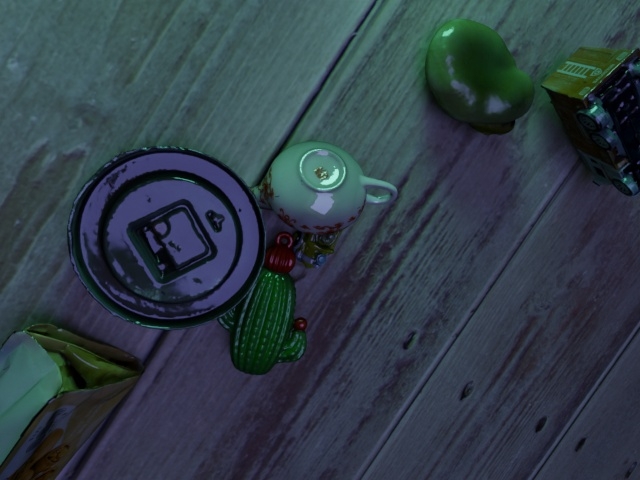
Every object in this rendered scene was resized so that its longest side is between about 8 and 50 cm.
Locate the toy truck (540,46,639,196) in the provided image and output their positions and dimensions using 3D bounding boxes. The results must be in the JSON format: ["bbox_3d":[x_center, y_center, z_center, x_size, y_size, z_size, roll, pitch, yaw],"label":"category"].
[{"bbox_3d":[0.569,-0.230,0.923,0.136,0.162,0.305,-45,124,8],"label":"toy truck"}]

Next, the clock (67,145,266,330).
[{"bbox_3d":[-0.222,-0.004,0.702,0.281,0.055,0.280,-3,103,-13],"label":"clock"}]

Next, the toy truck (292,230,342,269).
[{"bbox_3d":[0.000,0.000,0.807,0.076,0.077,0.111,21,97,-28],"label":"toy truck"}]

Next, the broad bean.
[{"bbox_3d":[0.275,-0.281,0.824,0.169,0.100,0.228,-44,106,-13],"label":"broad bean"}]

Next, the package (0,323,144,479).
[{"bbox_3d":[-0.455,0.275,0.689,0.165,0.221,0.311,40,92,11],"label":"package"}]

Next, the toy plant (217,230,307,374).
[{"bbox_3d":[-0.105,0.112,0.799,0.155,0.088,0.240,-9,98,1],"label":"toy plant"}]

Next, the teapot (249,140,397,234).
[{"bbox_3d":[0.008,-0.085,0.747,0.246,0.159,0.116,10,143,-11],"label":"teapot"}]
